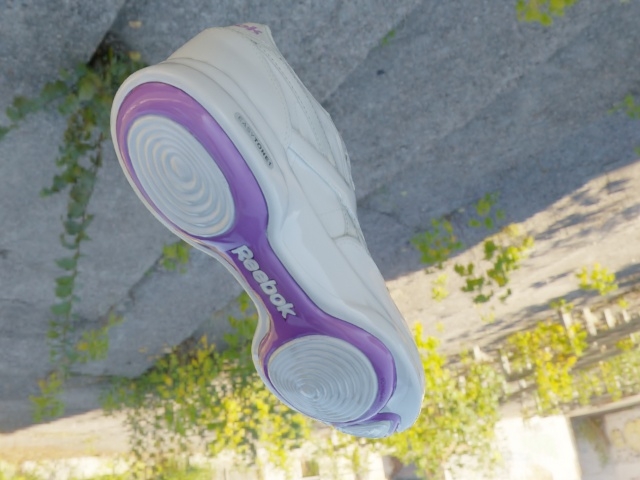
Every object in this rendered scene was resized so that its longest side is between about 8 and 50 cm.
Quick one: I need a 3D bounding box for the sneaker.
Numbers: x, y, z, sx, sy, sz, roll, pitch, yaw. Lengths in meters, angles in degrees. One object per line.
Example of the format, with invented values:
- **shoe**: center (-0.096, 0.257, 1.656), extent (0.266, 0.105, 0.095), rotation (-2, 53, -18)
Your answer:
- **sneaker**: center (0.000, 0.000, 0.473), extent (0.114, 0.152, 0.305), rotation (-10, 122, 30)
